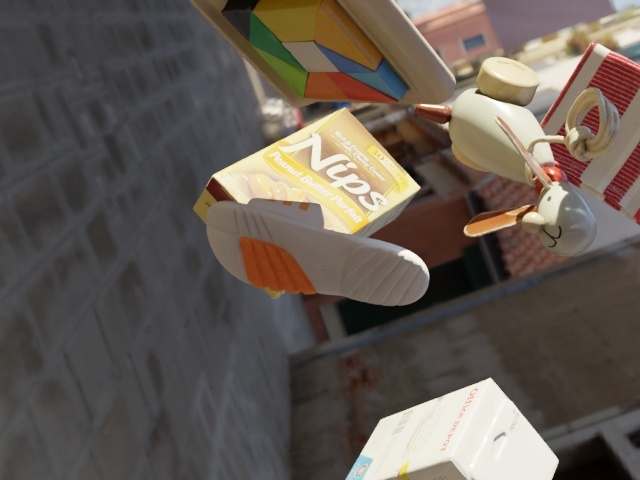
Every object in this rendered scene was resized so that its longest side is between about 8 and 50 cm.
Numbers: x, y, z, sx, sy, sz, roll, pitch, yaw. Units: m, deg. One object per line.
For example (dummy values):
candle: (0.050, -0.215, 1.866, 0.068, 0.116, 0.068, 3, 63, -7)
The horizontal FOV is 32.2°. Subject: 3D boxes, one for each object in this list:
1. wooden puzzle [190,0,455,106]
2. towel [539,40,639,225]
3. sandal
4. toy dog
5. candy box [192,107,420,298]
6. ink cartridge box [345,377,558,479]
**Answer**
wooden puzzle: (-0.003, -0.211, 1.194, 0.221, 0.238, 0.044, 43, 62, -39)
towel: (0.556, -0.169, 1.949, 0.329, 0.237, 0.037, 35, 15, 14)
sandal: (0.000, 0.009, 1.243, 0.076, 0.265, 0.102, -54, 153, -52)
toy dog: (0.230, -0.115, 1.452, 0.334, 0.160, 0.220, -132, -135, -65)
candy box: (-0.014, -0.063, 1.654, 0.183, 0.316, 0.087, 48, -44, 9)
ink cartridge box: (0.213, 0.394, 1.845, 0.197, 0.270, 0.198, 50, 43, -11)
